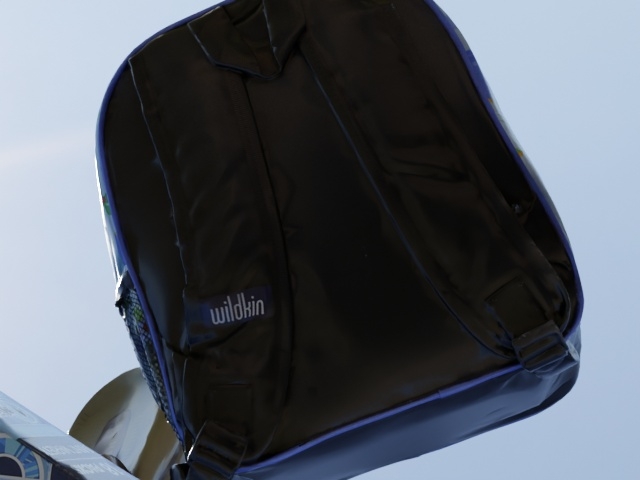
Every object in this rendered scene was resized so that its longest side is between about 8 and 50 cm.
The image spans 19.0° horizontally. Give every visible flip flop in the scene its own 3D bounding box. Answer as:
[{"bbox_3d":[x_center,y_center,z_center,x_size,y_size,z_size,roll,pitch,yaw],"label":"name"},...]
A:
[{"bbox_3d":[-0.127,0.137,0.952,0.112,0.080,0.277,-23,-156,21],"label":"flip flop"}]

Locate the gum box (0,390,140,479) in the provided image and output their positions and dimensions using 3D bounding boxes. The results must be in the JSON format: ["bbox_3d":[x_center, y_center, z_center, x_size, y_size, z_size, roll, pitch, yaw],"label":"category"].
[{"bbox_3d":[-0.164,0.088,0.532,0.184,0.157,0.041,31,-176,16],"label":"gum box"}]

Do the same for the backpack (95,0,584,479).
[{"bbox_3d":[0.000,0.000,0.465,0.105,0.084,0.114,-21,-109,-3],"label":"backpack"}]
